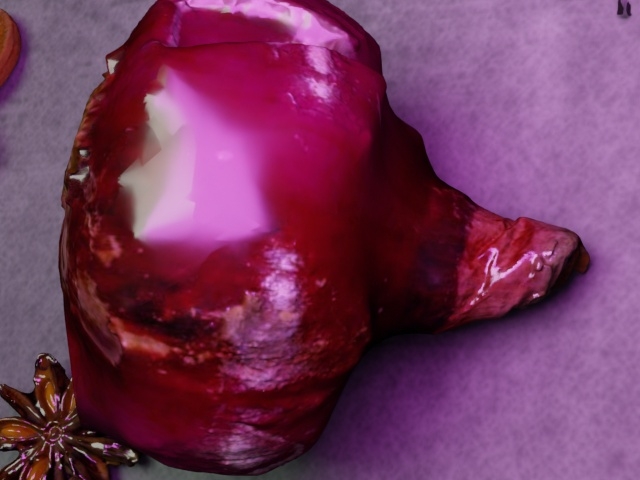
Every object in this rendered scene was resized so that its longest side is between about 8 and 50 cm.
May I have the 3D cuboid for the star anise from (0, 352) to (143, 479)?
[{"bbox_3d":[-0.261,0.215,1.515,0.177,0.073,0.234,24,73,29],"label":"star anise"}]

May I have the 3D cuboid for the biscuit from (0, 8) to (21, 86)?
[{"bbox_3d":[-0.437,-0.118,1.736,0.324,0.049,0.205,-52,48,-3],"label":"biscuit"}]

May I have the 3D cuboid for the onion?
[{"bbox_3d":[0.000,0.000,1.302,0.398,0.420,0.398,-172,90,-80],"label":"onion"}]
